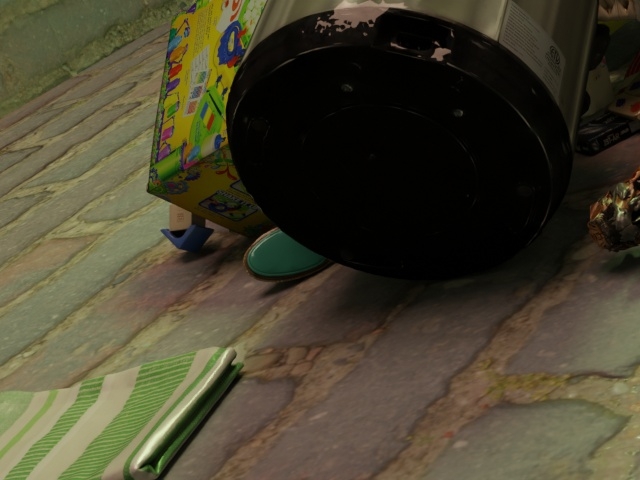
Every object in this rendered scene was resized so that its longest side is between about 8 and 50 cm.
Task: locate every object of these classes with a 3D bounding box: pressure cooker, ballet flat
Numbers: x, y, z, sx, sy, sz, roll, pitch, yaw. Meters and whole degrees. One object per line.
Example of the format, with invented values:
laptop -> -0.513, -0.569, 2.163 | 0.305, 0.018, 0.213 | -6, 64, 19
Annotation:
pressure cooker -> 0.120, -0.211, 1.538 | 0.375, 0.370, 0.420 | 6, 49, 13
ballet flat -> 0.000, 0.000, 1.718 | 0.206, 0.073, 0.067 | -24, -10, -13

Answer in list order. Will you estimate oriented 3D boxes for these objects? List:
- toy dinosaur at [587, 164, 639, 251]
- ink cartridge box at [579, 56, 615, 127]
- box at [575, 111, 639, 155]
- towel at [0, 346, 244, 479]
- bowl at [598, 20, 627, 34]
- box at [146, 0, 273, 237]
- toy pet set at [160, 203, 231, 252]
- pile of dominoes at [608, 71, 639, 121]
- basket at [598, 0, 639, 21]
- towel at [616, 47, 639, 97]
toy dinosaur -> 0.408, -0.093, 1.371 | 0.322, 0.164, 0.218 | -51, 10, -16
ink cartridge box -> 0.314, -0.214, 1.823 | 0.092, 0.143, 0.090 | -9, 13, 33
box -> 0.348, -0.133, 1.740 | 0.083, 0.018, 0.067 | -27, 19, -14
towel -> -0.263, 0.203, 1.460 | 0.325, 0.038, 0.248 | -13, 21, 27
bowl -> 0.404, -0.404, 2.078 | 0.289, 0.156, 0.289 | -42, 6, 6
box -> -0.064, -0.201, 1.844 | 0.279, 0.177, 0.290 | -26, 49, 44
toy pet set -> -0.156, -0.013, 1.958 | 0.122, 0.065, 0.114 | -7, -12, 31
pile of dominoes -> 0.462, -0.209, 1.640 | 0.196, 0.040, 0.251 | -49, 29, -6
basket -> 0.339, -0.449, 1.749 | 0.266, 0.328, 0.331 | -3, 20, 36
towel -> 0.527, -0.319, 1.855 | 0.237, 0.037, 0.329 | -24, 24, 48
